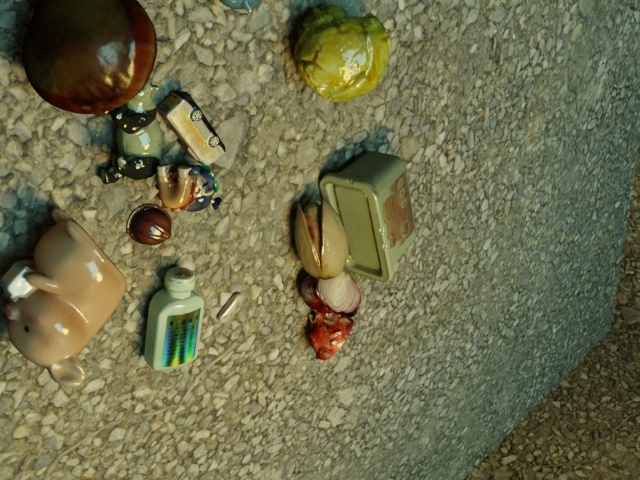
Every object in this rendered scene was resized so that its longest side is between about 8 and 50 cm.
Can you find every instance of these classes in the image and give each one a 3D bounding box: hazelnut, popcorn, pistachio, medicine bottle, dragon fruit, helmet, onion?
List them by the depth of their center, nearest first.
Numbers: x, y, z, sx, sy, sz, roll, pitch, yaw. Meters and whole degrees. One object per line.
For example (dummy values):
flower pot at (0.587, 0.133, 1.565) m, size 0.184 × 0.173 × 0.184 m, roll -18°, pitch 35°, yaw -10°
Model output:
hazelnut at (-0.375, -0.314, 1.305) m, size 0.229 × 0.229 × 0.229 m, roll -27°, pitch 132°, yaw -34°
helmet at (-0.339, -0.023, 1.633) m, size 0.111 × 0.057 × 0.089 m, roll 21°, pitch 96°, yaw -51°
popcorn at (0.049, -0.404, 1.716) m, size 0.221 × 0.184 × 0.204 m, roll -3°, pitch 122°, yaw -48°
medicine bottle at (-0.323, 0.173, 1.758) m, size 0.121 × 0.083 × 0.229 m, roll -12°, pitch 124°, yaw -41°
pistachio at (0.000, 0.000, 1.956) m, size 0.144 × 0.144 × 0.215 m, roll -34°, pitch 124°, yaw -28°
onion at (0.014, 0.151, 2.097) m, size 0.206 × 0.098 × 0.151 m, roll 34°, pitch 62°, yaw -46°
dragon fruit at (0.004, 0.245, 2.166) m, size 0.111 × 0.153 × 0.153 m, roll 38°, pitch 82°, yaw -9°

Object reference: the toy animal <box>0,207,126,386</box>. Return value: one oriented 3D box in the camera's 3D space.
toy animal at (-0.480, 0.105, 1.459) m, size 0.256 × 0.195 × 0.213 m, roll -51°, pitch 133°, yaw -6°

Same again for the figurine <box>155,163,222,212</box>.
figurine at (-0.274, -0.103, 1.577) m, size 0.195 × 0.111 × 0.102 m, roll -27°, pitch 125°, yaw -76°

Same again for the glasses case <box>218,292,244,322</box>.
glasses case at (-0.218, 0.165, 1.919) m, size 0.083 × 0.021 × 0.032 m, roll -52°, pitch 144°, yaw -9°

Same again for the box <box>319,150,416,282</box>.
box at (0.139, -0.075, 2.036) m, size 0.182 × 0.175 × 0.312 m, roll -44°, pitch 135°, yaw -34°

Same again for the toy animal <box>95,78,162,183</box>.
toy animal at (-0.351, -0.207, 1.470) m, size 0.121 × 0.094 × 0.225 m, roll -25°, pitch 130°, yaw -37°

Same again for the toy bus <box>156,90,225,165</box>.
toy bus at (-0.259, -0.224, 1.592) m, size 0.072 × 0.057 × 0.172 m, roll -44°, pitch 139°, yaw -10°

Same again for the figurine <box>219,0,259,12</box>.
figurine at (-0.158, -0.525, 1.472) m, size 0.144 × 0.114 × 0.178 m, roll -52°, pitch 133°, yaw -12°

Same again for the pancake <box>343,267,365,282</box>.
pancake at (0.108, 0.052, 2.200) m, size 0.158 × 0.028 × 0.158 m, roll -25°, pitch 132°, yaw -32°
